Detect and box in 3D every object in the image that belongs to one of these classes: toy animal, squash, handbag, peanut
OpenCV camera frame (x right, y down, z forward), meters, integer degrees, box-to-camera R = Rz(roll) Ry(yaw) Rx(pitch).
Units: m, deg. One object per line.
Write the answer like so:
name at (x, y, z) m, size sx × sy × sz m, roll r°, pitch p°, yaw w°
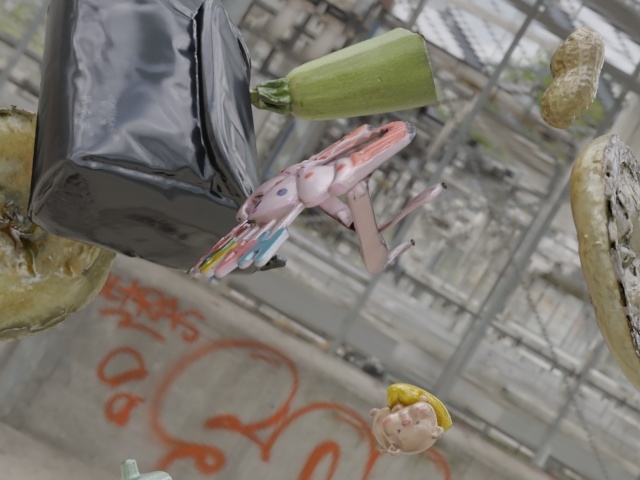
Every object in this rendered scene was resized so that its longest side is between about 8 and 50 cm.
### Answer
toy animal at (0.104, 0.238, 1.543) m, size 0.091 × 0.114 × 0.082 m, roll 58°, pitch 29°, yaw -16°
squash at (0.032, -0.241, 1.853) m, size 0.287 × 0.137 × 0.137 m, roll -13°, pitch -9°, yaw 9°
handbag at (-0.145, -0.129, 1.224) m, size 0.275 × 0.178 × 0.302 m, roll 14°, pitch 50°, yaw -26°
peanut at (0.252, -0.162, 1.199) m, size 0.054 × 0.113 × 0.054 m, roll 19°, pitch -14°, yaw 5°

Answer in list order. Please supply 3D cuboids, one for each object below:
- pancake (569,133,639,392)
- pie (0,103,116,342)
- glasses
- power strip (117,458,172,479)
pancake at (0.423, 0.040, 1.618) m, size 0.082 × 0.387 × 0.387 m, roll -17°, pitch -28°, yaw 29°
pie at (-0.357, -0.020, 1.349) m, size 0.274 × 0.274 × 0.055 m, roll 31°, pitch 1°, yaw 6°
glasses at (-0.009, -0.002, 0.790) m, size 0.095 × 0.162 × 0.255 m, roll 62°, pitch -7°, yaw -3°
power strip at (-0.186, 0.444, 1.393) m, size 0.091 × 0.385 × 0.062 m, roll -15°, pitch -4°, yaw 31°
